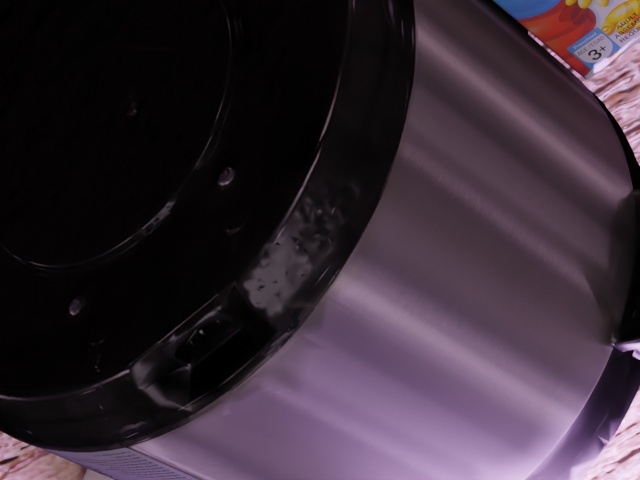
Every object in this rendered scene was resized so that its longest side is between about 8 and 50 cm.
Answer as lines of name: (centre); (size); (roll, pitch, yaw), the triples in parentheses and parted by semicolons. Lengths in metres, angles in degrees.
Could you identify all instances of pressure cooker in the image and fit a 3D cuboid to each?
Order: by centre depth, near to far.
pressure cooker: (-0.002, 0.006, 1.155); (0.375, 0.370, 0.420); (-48, 135, 10)

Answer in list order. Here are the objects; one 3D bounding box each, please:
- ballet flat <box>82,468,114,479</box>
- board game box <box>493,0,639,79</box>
ballet flat: (0.017, 0.164, 1.433); (0.400, 0.139, 0.139); (-15, 127, -6)
board game box: (0.107, -0.236, 1.048); (0.144, 0.142, 0.275); (-38, 135, 22)
